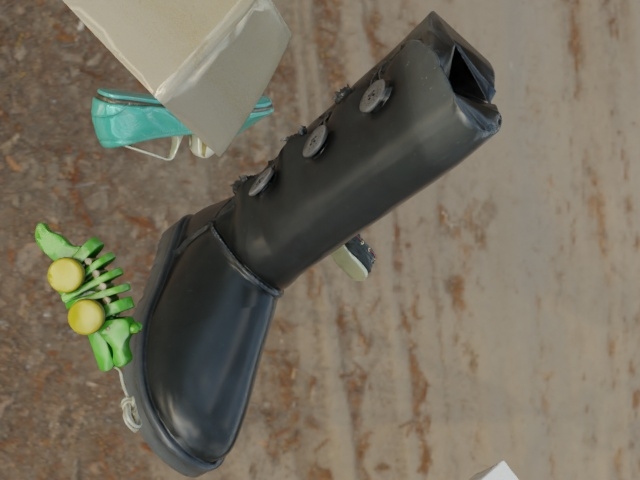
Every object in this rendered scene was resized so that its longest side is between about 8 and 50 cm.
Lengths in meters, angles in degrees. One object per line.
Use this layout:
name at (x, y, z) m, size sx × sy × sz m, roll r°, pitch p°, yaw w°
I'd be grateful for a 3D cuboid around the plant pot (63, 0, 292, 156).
plant pot at (-0.083, -0.138, 0.586) m, size 0.096 × 0.109 × 0.109 m, roll -44°, pitch 161°, yaw 1°

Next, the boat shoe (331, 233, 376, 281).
boat shoe at (0.026, -0.005, 1.171) m, size 0.133 × 0.048 × 0.042 m, roll 50°, pitch 55°, yaw -27°

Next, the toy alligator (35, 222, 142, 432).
toy alligator at (-0.173, 0.063, 0.734) m, size 0.190 × 0.051 × 0.056 m, roll 63°, pitch 2°, yaw 1°

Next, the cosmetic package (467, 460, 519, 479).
cosmetic package at (0.183, 0.418, 1.285) m, size 0.239 × 0.099 × 0.060 m, roll -33°, pitch 79°, yaw -26°

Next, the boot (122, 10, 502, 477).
boot at (0.000, -0.002, 0.931) m, size 0.146 × 0.445 × 0.367 m, roll 39°, pitch 30°, yaw -35°

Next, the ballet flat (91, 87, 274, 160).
ballet flat at (-0.176, -0.147, 1.139) m, size 0.247 × 0.083 × 0.087 m, roll -5°, pitch 114°, yaw -34°
